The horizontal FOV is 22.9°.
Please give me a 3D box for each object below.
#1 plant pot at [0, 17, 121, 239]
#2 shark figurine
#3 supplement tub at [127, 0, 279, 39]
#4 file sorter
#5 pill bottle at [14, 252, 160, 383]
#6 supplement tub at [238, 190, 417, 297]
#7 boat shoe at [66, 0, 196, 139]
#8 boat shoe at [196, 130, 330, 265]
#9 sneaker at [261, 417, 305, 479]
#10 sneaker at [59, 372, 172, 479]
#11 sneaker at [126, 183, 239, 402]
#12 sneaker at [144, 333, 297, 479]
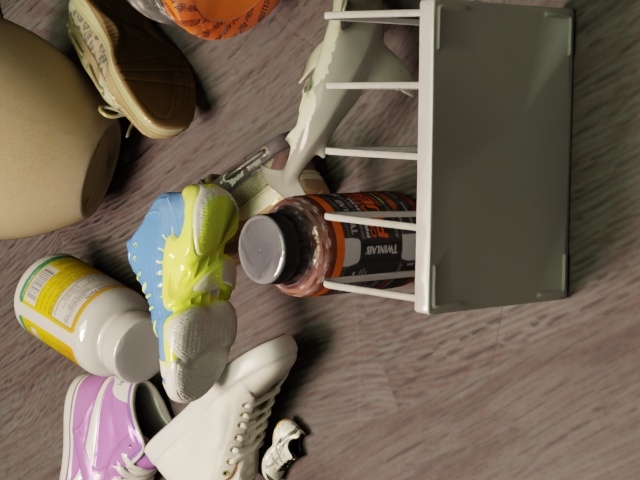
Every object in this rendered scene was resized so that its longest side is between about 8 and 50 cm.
[{"bbox_3d":[-0.361,-0.119,1.976,0.191,0.284,0.284,17,109,7],"label":"plant pot"},{"bbox_3d":[0.032,-0.148,1.620,0.166,0.116,0.278,-149,79,-82],"label":"shark figurine"},{"bbox_3d":[-0.186,-0.381,1.782,0.338,0.207,0.207,45,123,34],"label":"supplement tub"},{"bbox_3d":[0.113,-0.082,1.506,0.173,0.193,0.278,6,97,48],"label":"file sorter"},{"bbox_3d":[-0.284,0.101,1.986,0.208,0.117,0.118,25,110,43],"label":"pill bottle"},{"bbox_3d":[0.012,0.004,1.611,0.106,0.198,0.106,5,97,45],"label":"supplement tub"},{"bbox_3d":[-0.235,-0.212,1.934,0.089,0.104,0.285,-61,42,35],"label":"boat shoe"},{"bbox_3d":[-0.107,-0.034,1.810,0.285,0.103,0.092,-30,66,39],"label":"boat shoe"},{"bbox_3d":[-0.041,0.246,1.806,0.037,0.032,0.083,32,118,36],"label":"sneaker"},{"bbox_3d":[-0.249,0.307,1.981,0.161,0.102,0.282,-3,91,43],"label":"sneaker"},{"bbox_3d":[-0.156,0.054,1.743,0.126,0.091,0.240,9,88,44],"label":"sneaker"},{"bbox_3d":[-0.089,0.214,1.819,0.123,0.106,0.290,54,135,13],"label":"sneaker"}]
